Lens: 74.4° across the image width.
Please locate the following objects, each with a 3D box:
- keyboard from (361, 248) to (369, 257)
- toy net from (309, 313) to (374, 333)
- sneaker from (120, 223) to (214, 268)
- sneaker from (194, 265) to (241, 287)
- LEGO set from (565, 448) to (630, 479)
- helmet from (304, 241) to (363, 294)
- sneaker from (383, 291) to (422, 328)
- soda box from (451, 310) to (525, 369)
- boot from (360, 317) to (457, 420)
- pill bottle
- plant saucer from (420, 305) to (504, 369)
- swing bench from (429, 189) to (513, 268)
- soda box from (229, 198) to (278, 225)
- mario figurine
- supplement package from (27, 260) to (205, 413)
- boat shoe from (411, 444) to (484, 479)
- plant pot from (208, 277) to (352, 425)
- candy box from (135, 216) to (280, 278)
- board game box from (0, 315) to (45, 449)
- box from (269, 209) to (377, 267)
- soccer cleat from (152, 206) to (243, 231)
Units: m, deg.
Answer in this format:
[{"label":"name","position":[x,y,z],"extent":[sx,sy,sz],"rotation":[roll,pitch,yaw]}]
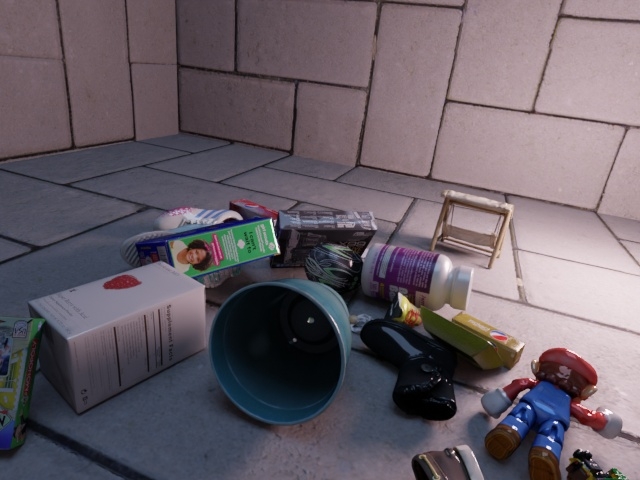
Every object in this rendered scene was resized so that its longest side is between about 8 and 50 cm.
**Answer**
[{"label":"keyboard","position":[0.202,0.055,1.595],"extent":[0.256,0.014,0.072],"rotation":[8,28,3]},{"label":"toy net","position":[0.054,0.209,1.143],"extent":[0.232,0.045,0.122],"rotation":[13,23,14]},{"label":"sneaker","position":[-0.468,0.017,1.378],"extent":[0.366,0.135,0.150],"rotation":[-4,12,-38]},{"label":"sneaker","position":[-0.324,0.101,1.299],"extent":[0.076,0.065,0.166],"rotation":[3,13,37]},{"label":"LEGO set","position":[0.390,0.467,0.522],"extent":[0.255,0.192,0.331],"rotation":[25,21,-46]},{"label":"helmet","position":[0.035,0.085,1.285],"extent":[0.161,0.169,0.169],"rotation":[11,16,-37]},{"label":"sneaker","position":[0.227,0.193,1.119],"extent":[0.094,0.081,0.208],"rotation":[28,0,14]},{"label":"soda box","position":[0.433,0.260,1.112],"extent":[0.181,0.058,0.061],"rotation":[26,29,39]},{"label":"boot","position":[0.187,0.281,0.945],"extent":[0.246,0.094,0.207],"rotation":[20,22,14]},{"label":"pill bottle","position":[0.286,0.113,1.245],"extent":[0.301,0.169,0.169],"rotation":[10,22,24]},{"label":"plant saucer","position":[0.338,0.249,1.032],"extent":[0.188,0.045,0.188],"rotation":[27,-11,41]},{"label":"swing bench","position":[0.596,-0.061,1.658],"extent":[0.253,0.254,0.165],"rotation":[19,26,27]},{"label":"soda box","position":[-0.253,-0.087,1.695],"extent":[0.263,0.092,0.083],"rotation":[23,29,34]},{"label":"mario figurine","position":[0.468,0.359,0.864],"extent":[0.320,0.170,0.198],"rotation":[-28,76,-37]},{"label":"supplement package","position":[-0.418,0.185,0.905],"extent":[0.177,0.175,0.293],"rotation":[21,26,33]},{"label":"boat shoe","position":[0.205,0.432,0.580],"extent":[0.097,0.116,0.324],"rotation":[-5,24,1]},{"label":"plant pot","position":[-0.050,0.200,0.895],"extent":[0.272,0.271,0.255],"rotation":[13,9,15]},{"label":"candy box","position":[-0.324,0.021,1.214],"extent":[0.317,0.122,0.268],"rotation":[-18,10,-37]},{"label":"board game box","position":[-0.656,0.229,0.707],"extent":[0.317,0.213,0.046],"rotation":[4,-11,-6]},{"label":"box","position":[0.000,0.000,1.372],"extent":[0.307,0.242,0.076],"rotation":[0,58,-16]},{"label":"soccer cleat","position":[-0.434,-0.058,1.548],"extent":[0.331,0.116,0.143],"rotation":[-7,26,-30]}]
